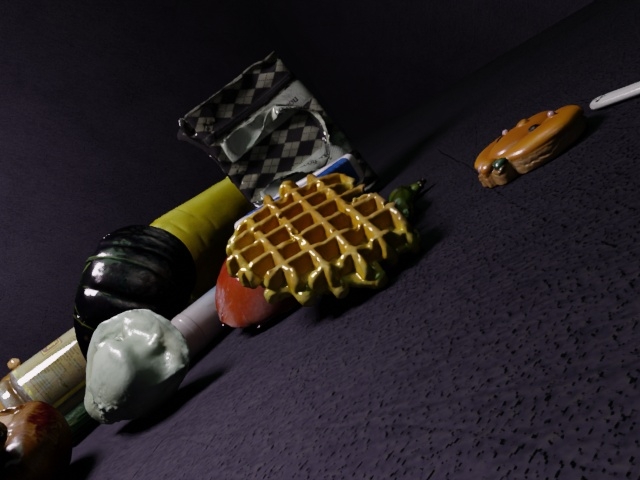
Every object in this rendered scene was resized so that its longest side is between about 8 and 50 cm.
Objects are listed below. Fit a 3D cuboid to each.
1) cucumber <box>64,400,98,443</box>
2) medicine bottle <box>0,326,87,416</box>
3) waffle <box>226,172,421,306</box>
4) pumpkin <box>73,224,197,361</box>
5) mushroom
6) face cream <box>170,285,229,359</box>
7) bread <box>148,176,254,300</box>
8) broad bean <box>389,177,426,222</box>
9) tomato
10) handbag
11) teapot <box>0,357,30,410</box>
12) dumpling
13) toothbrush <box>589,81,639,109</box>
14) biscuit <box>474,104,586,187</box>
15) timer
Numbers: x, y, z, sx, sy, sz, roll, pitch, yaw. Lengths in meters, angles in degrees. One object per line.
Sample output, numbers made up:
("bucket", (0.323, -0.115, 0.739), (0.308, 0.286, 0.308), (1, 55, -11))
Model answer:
("cucumber", (-0.410, 0.307, 0.995), (0.048, 0.048, 0.105), (-25, 11, 44))
("medicine bottle", (-0.525, 0.269, 1.251), (0.322, 0.151, 0.151), (-39, 10, -24))
("waffle", (-0.002, -0.017, 0.810), (0.309, 0.065, 0.283), (0, 38, 26))
("pumpkin", (-0.332, 0.128, 1.108), (0.295, 0.296, 0.296), (-34, 9, 6))
("mushroom", (-0.454, 0.326, 0.730), (0.278, 0.163, 0.297), (-39, 6, 30))
("face cream", (-0.229, 0.163, 0.991), (0.250, 0.077, 0.077), (-42, 12, -37))
("bread", (-0.259, 0.008, 1.402), (0.208, 0.251, 0.376), (22, 39, 27))
("broad bean", (0.142, -0.068, 0.967), (0.061, 0.046, 0.195), (-33, 8, 27))
("tomato", (-0.096, 0.042, 0.944), (0.199, 0.112, 0.228), (-16, 21, 29))
("handbag", (-0.106, -0.200, 1.347), (0.316, 0.416, 0.180), (-39, 1, -26))
("teapot", (-0.729, 0.367, 1.427), (0.203, 0.167, 0.311), (-38, 10, -21))
("dumpling", (-0.282, 0.188, 0.817), (0.219, 0.153, 0.108), (-38, 6, 16))
("toothbrush", (0.459, -0.218, 0.639), (0.040, 0.040, 0.386), (-38, 10, -21))
("biscuit", (0.284, -0.138, 0.806), (0.170, 0.050, 0.170), (-34, 9, 6))
("timer", (-0.041, -0.069, 1.103), (0.178, 0.078, 0.253), (-39, 10, -38))
